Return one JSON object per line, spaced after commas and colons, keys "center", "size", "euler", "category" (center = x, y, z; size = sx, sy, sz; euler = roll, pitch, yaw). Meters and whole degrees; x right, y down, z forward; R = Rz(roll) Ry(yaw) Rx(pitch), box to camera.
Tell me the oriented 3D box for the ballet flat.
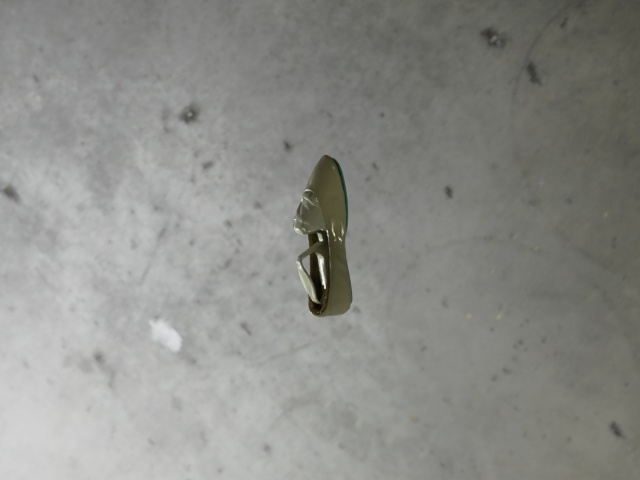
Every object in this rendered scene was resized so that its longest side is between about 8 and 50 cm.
{"center": [0.000, 0.000, 1.678], "size": [0.086, 0.086, 0.249], "euler": [4, 108, 34], "category": "ballet flat"}
